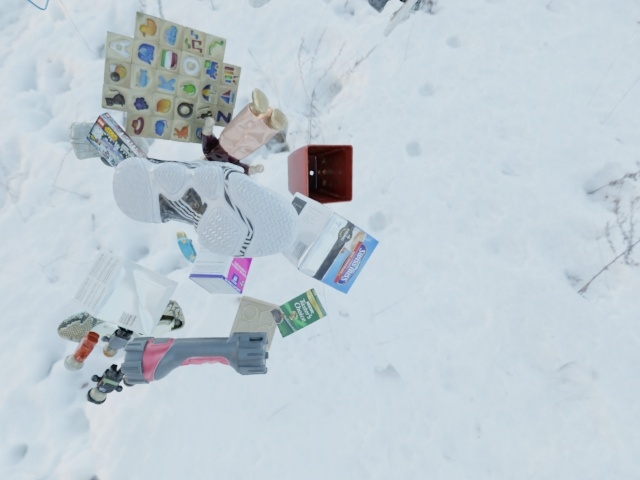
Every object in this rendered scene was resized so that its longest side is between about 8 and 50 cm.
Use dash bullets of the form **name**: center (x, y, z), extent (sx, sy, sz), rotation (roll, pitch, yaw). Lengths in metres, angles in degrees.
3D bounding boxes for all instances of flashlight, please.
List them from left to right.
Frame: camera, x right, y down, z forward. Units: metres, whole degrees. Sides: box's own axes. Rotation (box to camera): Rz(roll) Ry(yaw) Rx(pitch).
- **flashlight**: center (-0.269, 0.263, 0.901), extent (0.303, 0.103, 0.103), rotation (1, 60, -1)

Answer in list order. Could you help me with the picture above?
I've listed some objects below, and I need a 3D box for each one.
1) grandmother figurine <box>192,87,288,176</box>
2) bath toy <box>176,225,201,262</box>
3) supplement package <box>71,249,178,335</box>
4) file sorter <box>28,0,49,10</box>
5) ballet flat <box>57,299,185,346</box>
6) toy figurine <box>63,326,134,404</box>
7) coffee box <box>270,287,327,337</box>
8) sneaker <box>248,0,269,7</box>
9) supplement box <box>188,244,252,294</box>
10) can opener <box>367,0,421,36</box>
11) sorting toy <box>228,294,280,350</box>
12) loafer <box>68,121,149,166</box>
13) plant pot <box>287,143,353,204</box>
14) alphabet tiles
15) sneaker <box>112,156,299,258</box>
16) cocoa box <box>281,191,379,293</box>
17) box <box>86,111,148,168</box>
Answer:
- **grandmother figurine**: center (-0.242, -0.256, 1.128), extent (0.342, 0.208, 0.104), rotation (-28, 26, 33)
- **bath toy**: center (-0.325, -0.039, 1.450), extent (0.348, 0.129, 0.152), rotation (-20, 87, -9)
- **supplement package**: center (-0.662, 0.173, 1.378), extent (0.262, 0.199, 0.198), rotation (7, 68, 46)
- **file sorter**: center (-0.573, -0.592, 0.853), extent (0.170, 0.104, 0.118), rotation (-25, 57, 20)
- **ballet flat**: center (-0.783, 0.352, 1.672), extent (0.482, 0.164, 0.182), rotation (-4, 33, -44)
- **toy figurine**: center (-0.680, 0.398, 1.320), extent (0.213, 0.209, 0.148), rotation (43, 102, 13)
- **coffee box**: center (-0.079, 0.259, 1.456), extent (0.184, 0.040, 0.113), rotation (-29, 79, 19)
- **sneaker**: center (-0.165, -0.807, 1.224), extent (0.126, 0.091, 0.240), rotation (45, 64, -19)
- **supplement box**: center (-0.263, 0.030, 1.153), extent (0.113, 0.111, 0.220), rotation (-1, 60, 22)
- **can opener**: center (0.136, -0.367, 0.517), extent (0.095, 0.283, 0.076), rotation (34, 78, -11)
- **sorting toy**: center (-0.290, 0.368, 1.818), extent (0.192, 0.038, 0.208), rotation (19, 76, -16)
- **loafer**: center (-0.631, -0.278, 1.235), extent (0.111, 0.319, 0.112), rotation (3, 96, 10)
- **plant pot**: center (-0.022, -0.319, 1.946), extent (0.267, 0.268, 0.235), rotation (-9, 15, -36)
- **alphabet tiles**: center (-0.370, -0.399, 1.050), extent (0.342, 0.285, 0.011), rotation (-3, 27, -41)
- **sneaker**: center (-0.170, -0.075, 0.736), extent (0.365, 0.210, 0.138), rotation (15, 105, 22)
- **cocoa box**: center (0.000, 0.000, 1.507), extent (0.232, 0.227, 0.347), rotation (-58, 31, 2)
- **box**: center (-0.487, -0.222, 0.975), extent (0.137, 0.094, 0.027), rotation (49, 37, -10)
